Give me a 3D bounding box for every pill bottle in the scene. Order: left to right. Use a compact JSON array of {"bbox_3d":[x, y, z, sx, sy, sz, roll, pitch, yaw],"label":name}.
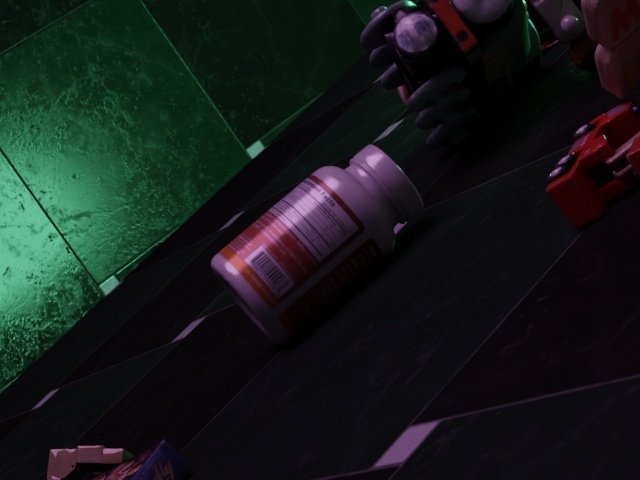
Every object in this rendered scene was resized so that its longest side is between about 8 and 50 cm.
[{"bbox_3d":[0.000,0.000,1.748,0.216,0.121,0.121,-40,9,-8],"label":"pill bottle"}]

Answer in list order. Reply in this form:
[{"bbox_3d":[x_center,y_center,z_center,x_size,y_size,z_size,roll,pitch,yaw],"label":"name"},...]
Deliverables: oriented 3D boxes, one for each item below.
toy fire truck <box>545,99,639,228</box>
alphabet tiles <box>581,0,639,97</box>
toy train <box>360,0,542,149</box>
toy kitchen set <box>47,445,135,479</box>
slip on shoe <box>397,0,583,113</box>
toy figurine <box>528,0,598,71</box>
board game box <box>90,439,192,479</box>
[{"bbox_3d":[0.252,-0.072,1.324,0.135,0.047,0.192,-32,10,35],"label":"toy fire truck"},{"bbox_3d":[0.334,-0.246,1.373,0.284,0.021,0.278,-41,-36,-9],"label":"alphabet tiles"},{"bbox_3d":[0.164,-0.226,1.943,0.190,0.142,0.334,-36,-14,2],"label":"toy train"},{"bbox_3d":[-0.237,0.261,1.734,0.083,0.075,0.068,-3,-21,16],"label":"toy kitchen set"},{"bbox_3d":[0.242,-0.277,2.181,0.331,0.123,0.101,-32,14,15],"label":"slip on shoe"},{"bbox_3d":[0.341,-0.293,1.786,0.213,0.148,0.209,-25,23,50],"label":"toy figurine"},{"bbox_3d":[-0.237,0.294,1.504,0.165,0.042,0.243,-31,12,40],"label":"board game box"}]
